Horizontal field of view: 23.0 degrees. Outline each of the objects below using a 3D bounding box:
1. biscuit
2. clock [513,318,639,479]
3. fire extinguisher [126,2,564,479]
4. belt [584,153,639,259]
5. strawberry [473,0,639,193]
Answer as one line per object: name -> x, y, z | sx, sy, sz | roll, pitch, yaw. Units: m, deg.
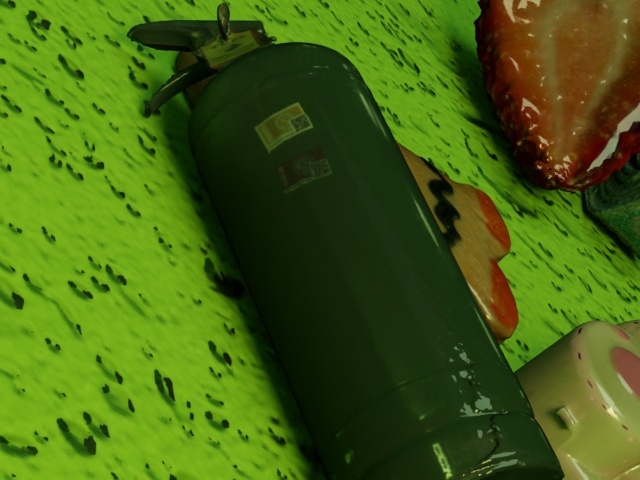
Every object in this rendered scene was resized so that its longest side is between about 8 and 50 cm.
biscuit -> 0.024, -0.040, 0.899 | 0.250, 0.036, 0.165 | 36, 27, -22
clock -> 0.221, 0.169, 0.826 | 0.284, 0.114, 0.309 | 54, 25, 16
fire extinguisher -> 0.000, 0.000, 0.744 | 0.095, 0.114, 0.311 | 74, -6, -59
belt -> 0.271, -0.056, 1.185 | 0.082, 0.148, 0.163 | 43, 54, -18
strawberry -> 0.201, -0.108, 1.161 | 0.174, 0.098, 0.228 | 1, 51, -8
